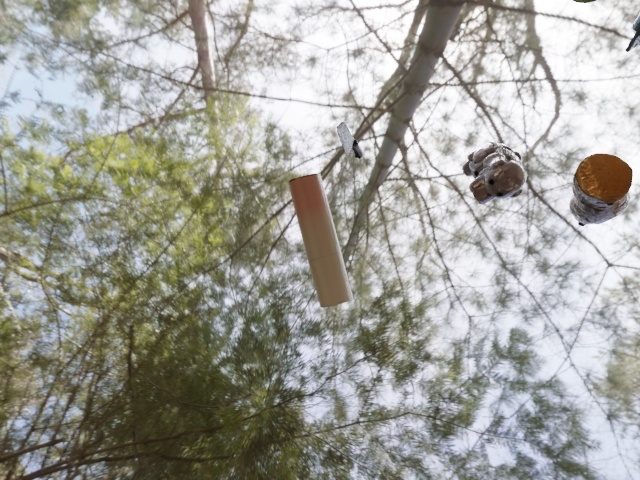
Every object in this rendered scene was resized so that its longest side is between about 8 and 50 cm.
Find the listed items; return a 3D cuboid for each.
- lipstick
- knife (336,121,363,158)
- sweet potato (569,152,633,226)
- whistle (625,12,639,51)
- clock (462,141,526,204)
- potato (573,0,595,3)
[{"bbox_3d":[0.000,0.000,1.191,0.087,0.087,0.326,-14,-91,-12],"label":"lipstick"},{"bbox_3d":[0.081,-0.277,1.350,0.028,0.230,0.059,18,-97,21],"label":"knife"},{"bbox_3d":[0.708,-0.099,1.209,0.131,0.337,0.131,-8,-111,23],"label":"sweet potato"},{"bbox_3d":[0.773,-0.553,1.054,0.062,0.304,0.062,-2,-116,4],"label":"whistle"},{"bbox_3d":[0.537,-0.190,1.428,0.189,0.254,0.188,4,-68,11],"label":"clock"},{"bbox_3d":[0.777,-0.764,1.370,0.120,0.081,0.149,-46,-143,12],"label":"potato"}]
